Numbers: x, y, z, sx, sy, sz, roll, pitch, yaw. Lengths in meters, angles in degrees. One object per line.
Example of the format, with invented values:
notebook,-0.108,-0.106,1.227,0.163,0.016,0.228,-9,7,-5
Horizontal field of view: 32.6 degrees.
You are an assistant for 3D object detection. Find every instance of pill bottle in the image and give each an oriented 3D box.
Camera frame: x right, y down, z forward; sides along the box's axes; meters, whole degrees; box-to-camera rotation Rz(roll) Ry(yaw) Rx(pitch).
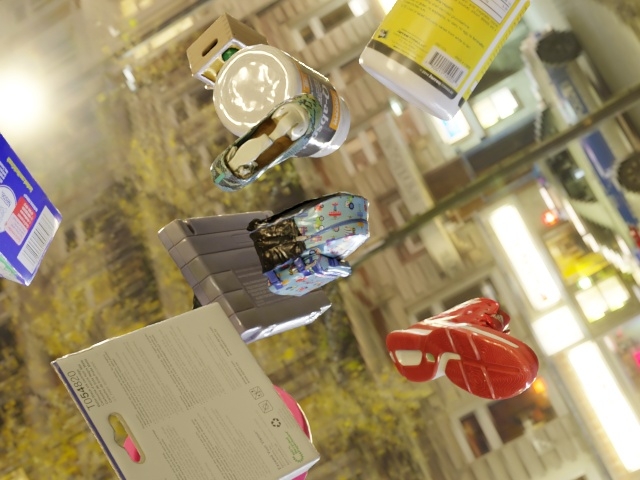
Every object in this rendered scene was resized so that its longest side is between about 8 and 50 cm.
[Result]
pill bottle,-0.057,-0.233,1.920,0.162,0.162,0.278,64,-162,16
pill bottle,0.226,-0.379,1.786,0.188,0.334,0.188,34,-176,-3

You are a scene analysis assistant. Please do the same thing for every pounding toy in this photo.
pounding toy,-0.182,-0.358,2.359,0.206,0.181,0.094,25,-144,-43

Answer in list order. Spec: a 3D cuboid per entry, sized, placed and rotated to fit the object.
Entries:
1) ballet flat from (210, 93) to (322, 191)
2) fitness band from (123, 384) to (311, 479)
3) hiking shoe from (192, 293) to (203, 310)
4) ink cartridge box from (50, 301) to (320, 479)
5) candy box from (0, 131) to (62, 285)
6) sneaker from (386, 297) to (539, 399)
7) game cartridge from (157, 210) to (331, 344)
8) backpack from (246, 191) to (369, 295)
ballet flat,-0.063,-0.132,1.433,0.070,0.188,0.070,40,161,17
fitness band,-0.143,0.284,1.494,0.054,0.291,0.209,59,-136,-42
hiking shoe,-0.183,0.068,2.260,0.304,0.132,0.113,-78,-1,-58
ink cartridge box,-0.146,0.191,1.170,0.224,0.045,0.223,-17,-116,-41
candy box,-0.526,-0.084,1.395,0.317,0.122,0.268,20,160,13
sneaker,0.178,0.100,1.183,0.221,0.128,0.087,5,120,56
game cartridge,-0.122,0.060,1.905,0.230,0.068,0.355,61,-158,9
backpack,0.000,0.000,1.652,0.117,0.173,0.158,69,-165,13
